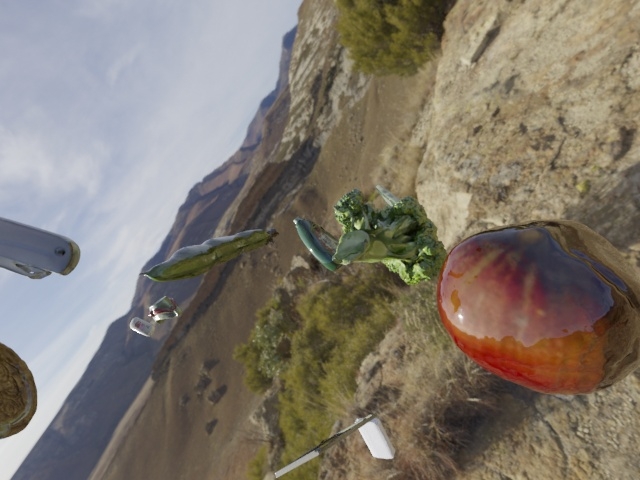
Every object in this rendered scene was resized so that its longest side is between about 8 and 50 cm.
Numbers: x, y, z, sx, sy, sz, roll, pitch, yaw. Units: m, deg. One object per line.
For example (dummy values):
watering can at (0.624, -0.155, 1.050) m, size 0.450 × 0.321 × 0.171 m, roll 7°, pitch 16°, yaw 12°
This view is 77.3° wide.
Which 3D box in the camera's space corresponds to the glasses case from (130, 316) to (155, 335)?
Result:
glasses case at (-0.465, 0.225, 1.044) m, size 0.083 × 0.021 × 0.032 m, roll 13°, pitch 72°, yaw 29°

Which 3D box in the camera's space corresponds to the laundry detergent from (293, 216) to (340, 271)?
laundry detergent at (0.000, 0.000, 1.284) m, size 0.063 × 0.211 × 0.137 m, roll -53°, pitch -12°, yaw 31°

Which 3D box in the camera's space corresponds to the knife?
knife at (-0.489, -0.007, 0.574) m, size 0.040 × 0.266 × 0.073 m, roll 158°, pitch 131°, yaw -75°

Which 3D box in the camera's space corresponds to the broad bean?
broad bean at (-0.165, 0.018, 0.639) m, size 0.297 × 0.060 × 0.043 m, roll -28°, pitch -59°, yaw -62°

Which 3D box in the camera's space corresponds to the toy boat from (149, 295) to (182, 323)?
toy boat at (-0.496, 0.221, 1.270) m, size 0.185 × 0.071 × 0.089 m, roll -25°, pitch 13°, yaw 47°

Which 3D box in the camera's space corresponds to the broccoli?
broccoli at (0.144, -0.035, 0.920) m, size 0.186 × 0.302 × 0.254 m, roll -48°, pitch 43°, yaw 16°

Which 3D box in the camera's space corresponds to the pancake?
pancake at (-0.668, 0.291, 0.817) m, size 0.029 × 0.235 × 0.212 m, roll -26°, pitch 47°, yaw -6°

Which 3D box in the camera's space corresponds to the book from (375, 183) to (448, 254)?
book at (0.364, -0.046, 1.528) m, size 0.043 × 0.371 × 0.260 m, roll -42°, pitch 43°, yaw 4°

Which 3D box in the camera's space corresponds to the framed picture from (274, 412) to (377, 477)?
framed picture at (0.023, 0.590, 1.168) m, size 0.281 × 0.019 × 0.209 m, roll -4°, pitch -34°, yaw -49°

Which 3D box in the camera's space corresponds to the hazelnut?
hazelnut at (0.258, 0.068, 0.488) m, size 0.229 × 0.229 × 0.229 m, roll -50°, pitch 16°, yaw 20°

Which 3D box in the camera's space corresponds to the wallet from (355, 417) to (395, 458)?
wallet at (0.196, 0.696, 1.407) m, size 0.095 × 0.190 × 0.033 m, roll -15°, pitch 21°, yaw 32°
